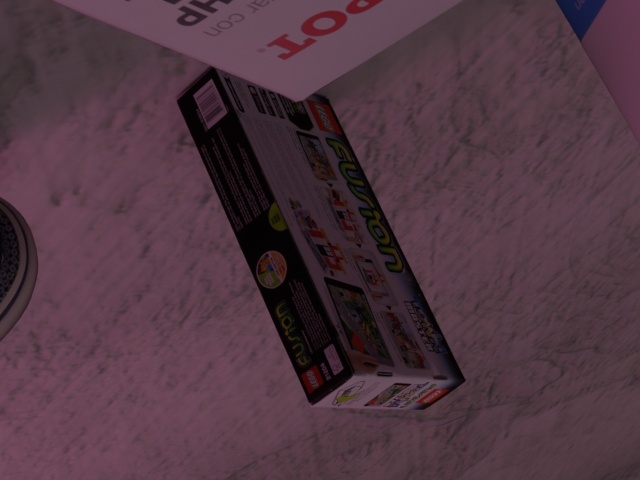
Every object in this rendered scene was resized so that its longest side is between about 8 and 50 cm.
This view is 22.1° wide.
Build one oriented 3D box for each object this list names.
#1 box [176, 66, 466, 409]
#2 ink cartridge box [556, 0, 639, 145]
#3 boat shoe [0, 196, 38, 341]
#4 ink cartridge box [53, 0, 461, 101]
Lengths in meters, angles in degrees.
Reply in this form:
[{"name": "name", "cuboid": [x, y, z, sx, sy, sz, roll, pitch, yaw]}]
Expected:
[{"name": "box", "cuboid": [0.000, 0.000, 0.951, 0.036, 0.207, 0.114, -38, 153, 27]}, {"name": "ink cartridge box", "cuboid": [0.324, -0.083, 0.855, 0.285, 0.395, 0.166, -11, 152, -28]}, {"name": "boat shoe", "cuboid": [-0.308, 0.031, 0.815, 0.340, 0.127, 0.158, -18, 163, -14]}, {"name": "ink cartridge box", "cuboid": [-0.041, -0.177, 0.451, 0.223, 0.129, 0.307, -29, 149, 35]}]
